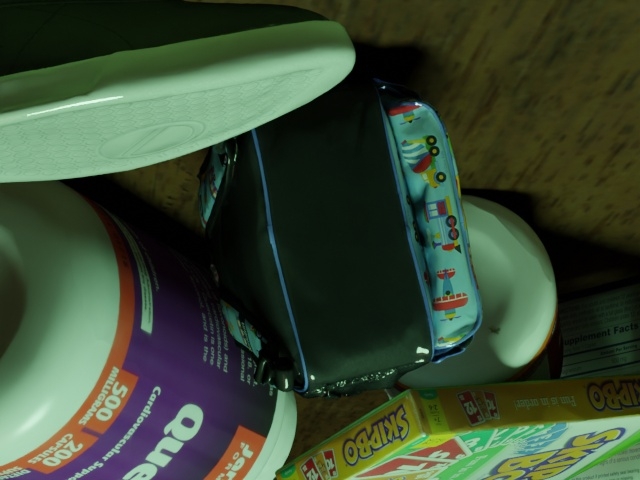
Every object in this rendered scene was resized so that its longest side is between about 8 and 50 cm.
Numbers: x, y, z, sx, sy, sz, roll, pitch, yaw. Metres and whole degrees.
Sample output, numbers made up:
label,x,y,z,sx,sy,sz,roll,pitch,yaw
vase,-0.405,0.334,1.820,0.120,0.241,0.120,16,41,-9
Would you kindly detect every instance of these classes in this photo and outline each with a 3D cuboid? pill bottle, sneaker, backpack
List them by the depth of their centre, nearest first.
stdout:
label,x,y,z,sx,sy,sz,roll,pitch,yaw
sneaker,-0.139,-0.098,0.751,0.296,0.146,0.104,-9,166,-7
backpack,0.000,0.000,0.995,0.117,0.158,0.173,-12,179,-11
pill bottle,0.090,0.061,1.208,0.121,0.121,0.221,1,162,9
pill bottle,-0.139,0.082,1.220,0.182,0.181,0.323,-5,161,25

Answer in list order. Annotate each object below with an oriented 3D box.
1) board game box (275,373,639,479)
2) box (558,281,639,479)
label,x,y,z,sx,sy,sz,roll,pitch,yaw
board game box,0.109,0.118,1.151,0.259,0.039,0.124,-3,156,-43
box,0.221,0.101,1.282,0.072,0.137,0.126,13,160,-36
